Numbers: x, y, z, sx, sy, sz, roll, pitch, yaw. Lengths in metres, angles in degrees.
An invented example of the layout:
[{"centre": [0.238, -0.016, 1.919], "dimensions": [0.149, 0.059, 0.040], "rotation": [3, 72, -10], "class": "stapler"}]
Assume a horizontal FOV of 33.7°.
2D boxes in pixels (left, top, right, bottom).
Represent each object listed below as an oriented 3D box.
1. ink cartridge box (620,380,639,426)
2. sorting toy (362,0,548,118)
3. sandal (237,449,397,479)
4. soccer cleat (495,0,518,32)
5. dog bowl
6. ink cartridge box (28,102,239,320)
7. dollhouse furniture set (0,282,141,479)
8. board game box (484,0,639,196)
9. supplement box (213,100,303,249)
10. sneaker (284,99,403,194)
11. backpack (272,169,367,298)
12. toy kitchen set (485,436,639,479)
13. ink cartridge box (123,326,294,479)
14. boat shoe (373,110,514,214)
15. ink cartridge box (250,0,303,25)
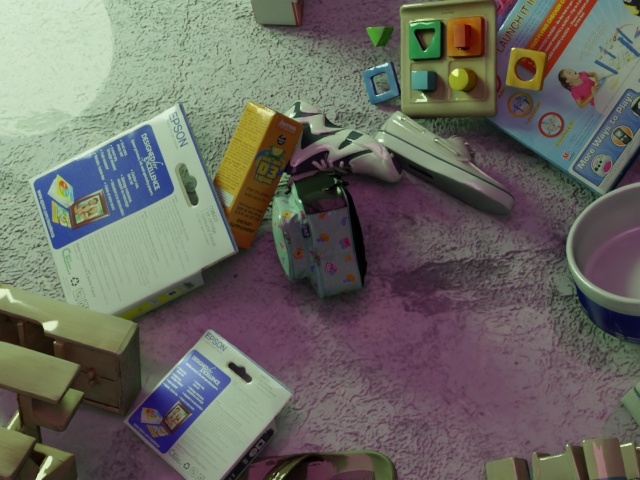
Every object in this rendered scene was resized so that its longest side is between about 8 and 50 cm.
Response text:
[{"centre": [0.577, 0.234, 1.538], "dimensions": [0.171, 0.232, 0.168], "rotation": [-31, 72, -7], "class": "ink cartridge box"}, {"centre": [0.208, -0.301, 1.762], "dimensions": [0.348, 0.047, 0.196], "rotation": [3, 100, 35], "class": "sorting toy"}, {"centre": [-0.034, 0.375, 1.614], "dimensions": [0.303, 0.086, 0.120], "rotation": [-14, 69, 1], "class": "sandal"}, {"centre": [0.319, -0.426, 1.834], "dimensions": [0.109, 0.116, 0.318], "rotation": [38, 92, 15], "class": "soccer cleat"}, {"centre": [0.521, 0.031, 1.628], "dimensions": [0.265, 0.104, 0.265], "rotation": [-13, 42, 12], "class": "dog bowl"}, {"centre": [-0.311, -0.034, 1.777], "dimensions": [0.307, 0.072, 0.303], "rotation": [-25, 68, 6], "class": "ink cartridge box"}, {"centre": [-0.464, 0.274, 1.559], "dimensions": [0.257, 0.362, 0.394], "rotation": [15, 44, 9], "class": "dollhouse furniture set"}, {"centre": [0.436, -0.280, 1.754], "dimensions": [0.302, 0.086, 0.308], "rotation": [37, 103, 16], "class": "board game box"}, {"centre": [-0.119, -0.108, 1.757], "dimensions": [0.080, 0.078, 0.233], "rotation": [27, 96, 44], "class": "supplement box"}, {"centre": [0.011, -0.123, 1.798], "dimensions": [0.235, 0.094, 0.153], "rotation": [32, 81, 11], "class": "sneaker"}, {"centre": [0.000, 0.000, 1.701], "dimensions": [0.144, 0.166, 0.188], "rotation": [-21, 108, -4], "class": "backpack"}, {"centre": [0.387, 0.381, 1.591], "dimensions": [0.207, 0.166, 0.122], "rotation": [-22, 63, 36], "class": "toy kitchen set"}, {"centre": [-0.171, 0.271, 1.660], "dimensions": [0.206, 0.045, 0.208], "rotation": [34, 76, 32], "class": "ink cartridge box"}, {"centre": [0.218, -0.135, 1.786], "dimensions": [0.267, 0.096, 0.088], "rotation": [29, 79, 23], "class": "boat shoe"}, {"centre": [-0.076, -0.525, 1.917], "dimensions": [0.092, 0.158, 0.217], "rotation": [4, 69, 7], "class": "ink cartridge box"}]
